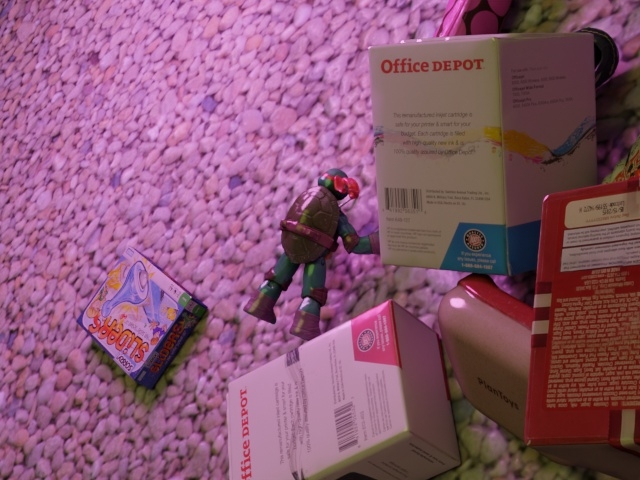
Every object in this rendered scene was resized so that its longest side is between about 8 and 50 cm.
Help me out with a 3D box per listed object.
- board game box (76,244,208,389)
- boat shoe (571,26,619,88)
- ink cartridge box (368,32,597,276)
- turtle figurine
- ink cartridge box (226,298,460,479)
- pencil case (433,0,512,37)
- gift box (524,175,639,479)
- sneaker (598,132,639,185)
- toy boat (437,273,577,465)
[{"bbox_3d":[-0.249,0.103,1.856,0.136,0.035,0.201,-56,39,-2],"label":"board game box"},{"bbox_3d":[0.220,-0.148,1.509,0.255,0.079,0.095,-30,88,21],"label":"boat shoe"},{"bbox_3d":[0.171,-0.095,1.385,0.171,0.168,0.232,6,102,45],"label":"ink cartridge box"},{"bbox_3d":[0.000,0.000,1.623,0.175,0.118,0.234,22,85,50],"label":"turtle figurine"},{"bbox_3d":[0.019,0.199,1.465,0.237,0.100,0.172,-30,45,26],"label":"ink cartridge box"},{"bbox_3d":[0.170,-0.250,1.633,0.095,0.098,0.209,13,73,36],"label":"pencil case"},{"bbox_3d":[0.345,0.069,1.100,0.255,0.258,0.276,-3,68,44],"label":"gift box"},{"bbox_3d":[0.328,-0.054,1.262,0.145,0.090,0.270,-53,0,9],"label":"sneaker"},{"bbox_3d":[0.224,0.104,1.321,0.151,0.151,0.231,-31,35,-20],"label":"toy boat"}]
